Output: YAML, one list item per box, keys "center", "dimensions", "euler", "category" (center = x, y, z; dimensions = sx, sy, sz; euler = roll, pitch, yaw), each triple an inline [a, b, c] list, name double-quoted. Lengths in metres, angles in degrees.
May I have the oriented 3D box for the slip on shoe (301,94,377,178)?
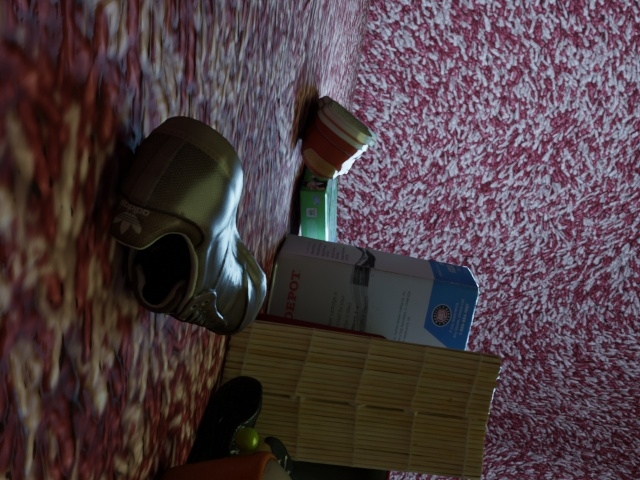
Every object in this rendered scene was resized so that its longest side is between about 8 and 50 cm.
- center: [0.023, -0.165, 1.191]
  dimensions: [0.101, 0.123, 0.331]
  euler: [-52, -175, 13]
  category: "slip on shoe"

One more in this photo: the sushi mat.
- center: [0.044, 0.181, 0.817]
  dimensions: [0.019, 0.316, 0.151]
  euler: [-134, -126, -78]
  category: "sushi mat"

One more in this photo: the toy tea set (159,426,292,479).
- center: [-0.054, 0.321, 0.572]
  dimensions: [0.200, 0.124, 0.336]
  euler: [-78, 162, -58]
  category: "toy tea set"

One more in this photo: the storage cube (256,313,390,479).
- center: [-0.010, 0.208, 0.929]
  dimensions: [0.193, 0.215, 0.183]
  euler: [-135, -124, -86]
  category: "storage cube"

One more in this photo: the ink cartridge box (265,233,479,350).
- center: [0.070, 0.133, 1.158]
  dimensions: [0.129, 0.307, 0.223]
  euler: [-76, 177, -75]
  category: "ink cartridge box"

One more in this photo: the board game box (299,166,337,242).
- center: [0.000, 0.000, 1.341]
  dimensions: [0.213, 0.046, 0.317]
  euler: [-77, 169, -58]
  category: "board game box"

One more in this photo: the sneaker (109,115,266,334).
- center: [-0.078, 0.015, 0.399]
  dimensions: [0.071, 0.066, 0.188]
  euler: [-58, 162, -29]
  category: "sneaker"

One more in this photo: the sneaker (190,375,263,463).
- center: [-0.102, 0.224, 0.733]
  dimensions: [0.170, 0.051, 0.089]
  euler: [-68, 170, -50]
  category: "sneaker"

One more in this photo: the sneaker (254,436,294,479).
- center: [-0.093, 0.306, 0.776]
  dimensions: [0.081, 0.094, 0.208]
  euler: [17, 89, -72]
  category: "sneaker"
